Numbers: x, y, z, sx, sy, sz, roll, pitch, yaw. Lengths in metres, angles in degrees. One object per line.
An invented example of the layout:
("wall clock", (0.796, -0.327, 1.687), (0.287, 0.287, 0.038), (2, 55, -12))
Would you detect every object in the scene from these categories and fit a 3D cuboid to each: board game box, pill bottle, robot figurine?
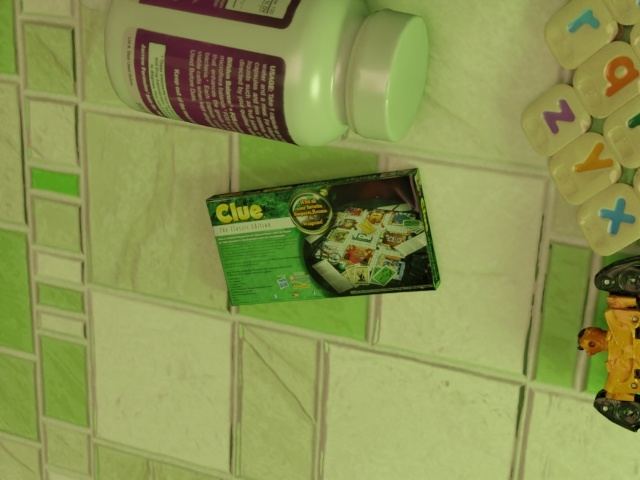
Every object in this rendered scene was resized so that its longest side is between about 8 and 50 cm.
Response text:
("board game box", (0.000, 0.000, 1.169), (0.259, 0.030, 0.136), (-5, 107, 25))
("pill bottle", (-0.051, -0.188, 1.047), (0.301, 0.169, 0.169), (14, 113, 19))
("robot figurine", (0.400, 0.104, 0.999), (0.291, 0.085, 0.211), (3, 109, 22))

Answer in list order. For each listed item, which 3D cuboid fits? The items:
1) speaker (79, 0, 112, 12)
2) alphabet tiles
("speaker", (-0.231, -0.323, 1.143), (0.055, 0.055, 0.136), (22, 116, 15))
("alphabet tiles", (0.321, -0.119, 0.935), (0.278, 0.021, 0.284), (-39, 71, 40))
